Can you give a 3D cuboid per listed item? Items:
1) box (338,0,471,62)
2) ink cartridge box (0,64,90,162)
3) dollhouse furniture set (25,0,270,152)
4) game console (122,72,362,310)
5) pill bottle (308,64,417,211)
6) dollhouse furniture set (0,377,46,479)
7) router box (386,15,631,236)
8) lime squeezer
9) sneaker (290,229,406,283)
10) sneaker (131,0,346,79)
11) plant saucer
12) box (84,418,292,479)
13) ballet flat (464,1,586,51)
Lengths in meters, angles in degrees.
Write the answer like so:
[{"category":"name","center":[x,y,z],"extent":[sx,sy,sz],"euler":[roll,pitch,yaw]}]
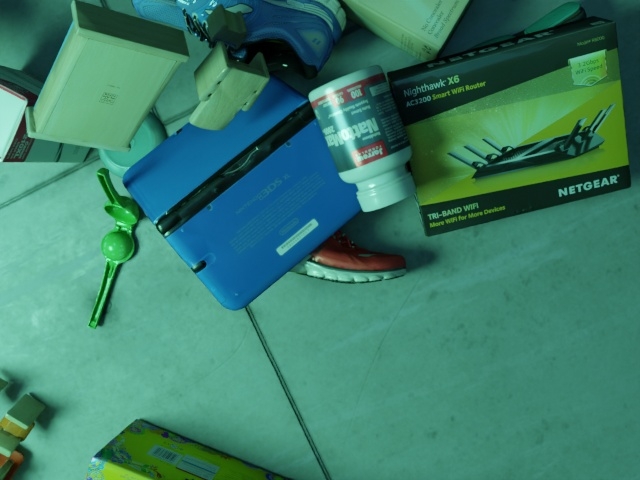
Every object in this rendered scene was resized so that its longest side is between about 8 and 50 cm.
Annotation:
[{"category":"box","center":[0.075,-0.405,1.011],"extent":[0.311,0.121,0.148],"euler":[29,94,3]},{"category":"ink cartridge box","center":[-0.463,-0.194,1.017],"extent":[0.172,0.237,0.100],"euler":[27,99,4]},{"category":"dollhouse furniture set","center":[-0.268,-0.303,0.938],"extent":[0.198,0.287,0.303],"euler":[-41,55,41]},{"category":"game console","center":[-0.110,-0.085,1.031],"extent":[0.293,0.173,0.250],"euler":[-40,106,-7]},{"category":"pill bottle","center":[0.064,-0.137,0.931],"extent":[0.108,0.108,0.180],"euler":[-22,98,6]},{"category":"dollhouse furniture set","center":[-0.627,0.328,1.132],"extent":[0.259,0.135,0.262],"euler":[34,96,-8]},{"category":"router box","center":[0.273,-0.161,0.985],"extent":[0.309,0.081,0.242],"euler":[-15,113,6]},{"category":"lime squeezer","center":[-0.328,0.000,1.086],"extent":[0.059,0.110,0.310],"euler":[10,125,-11]},{"category":"sneaker","center":[0.000,0.000,1.049],"extent":[0.279,0.107,0.118],"euler":[11,89,5]},{"category":"sneaker","center":[-0.137,-0.321,1.012],"extent":[0.330,0.130,0.147],"euler":[15,78,11]},{"category":"plant saucer","center":[-0.312,-0.160,1.111],"extent":[0.120,0.021,0.119],"euler":[0,92,5]},{"category":"box","center":[-0.230,0.481,1.057],"extent":[0.290,0.177,0.279],"euler":[20,95,4]},{"category":"ballet flat","center":[0.308,-0.285,1.023],"extent":[0.203,0.074,0.074],"euler":[-26,90,1]}]
